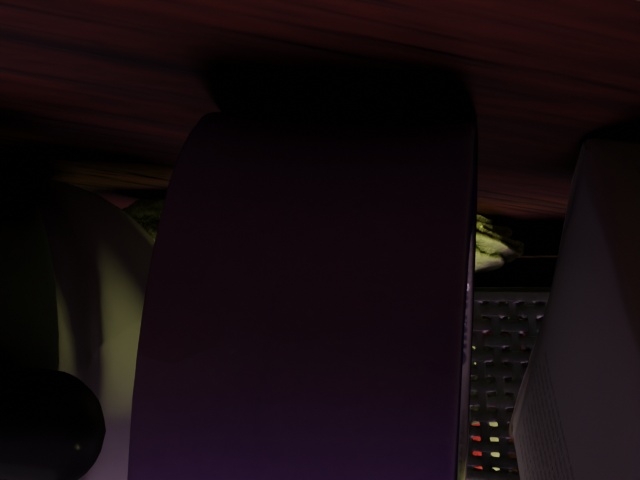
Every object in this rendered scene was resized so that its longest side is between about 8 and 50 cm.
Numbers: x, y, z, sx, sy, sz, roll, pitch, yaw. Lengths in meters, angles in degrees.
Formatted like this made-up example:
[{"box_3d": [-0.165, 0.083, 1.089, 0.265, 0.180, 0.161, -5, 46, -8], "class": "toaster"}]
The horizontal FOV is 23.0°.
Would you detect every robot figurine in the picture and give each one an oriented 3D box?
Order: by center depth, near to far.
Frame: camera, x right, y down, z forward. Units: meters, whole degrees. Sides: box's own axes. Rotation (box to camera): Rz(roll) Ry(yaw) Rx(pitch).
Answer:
[{"box_3d": [-0.178, 0.052, 0.550, 0.278, 0.174, 0.209, 8, -145, -31], "class": "robot figurine"}]

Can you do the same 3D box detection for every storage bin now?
[{"box_3d": [0.119, 0.054, 0.691, 0.180, 0.084, 0.122, -2, -176, 33], "class": "storage bin"}]

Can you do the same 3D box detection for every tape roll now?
[{"box_3d": [0.003, 0.057, 0.461, 0.080, 0.189, 0.189, 2, 173, 6], "class": "tape roll"}]

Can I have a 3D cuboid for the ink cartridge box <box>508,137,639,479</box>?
[{"box_3d": [0.210, 0.118, 0.401, 0.271, 0.130, 0.309, 4, -143, -5], "class": "ink cartridge box"}]

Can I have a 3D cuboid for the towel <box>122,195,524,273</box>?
[{"box_3d": [0.000, 0.000, 0.650, 0.148, 0.027, 0.110, -1, 171, 30], "class": "towel"}]

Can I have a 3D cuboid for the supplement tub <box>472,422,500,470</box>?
[{"box_3d": [-0.047, 0.112, 0.902, 0.272, 0.191, 0.191, 9, 171, -37], "class": "supplement tub"}]
